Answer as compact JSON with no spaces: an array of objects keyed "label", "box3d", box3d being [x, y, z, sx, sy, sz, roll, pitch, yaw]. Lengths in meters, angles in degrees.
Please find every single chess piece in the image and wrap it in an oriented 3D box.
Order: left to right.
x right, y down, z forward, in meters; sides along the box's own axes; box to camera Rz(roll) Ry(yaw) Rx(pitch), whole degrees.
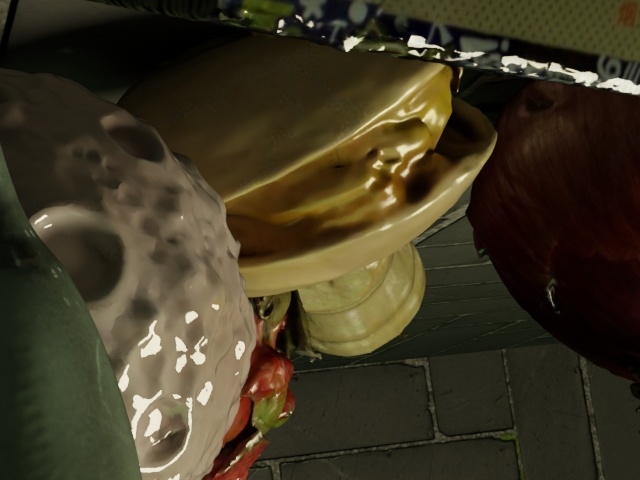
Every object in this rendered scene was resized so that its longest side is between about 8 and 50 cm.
[{"label":"chess piece","box3d":[0.000,0.000,1.333,0.137,0.137,0.301,-10,159,11]}]

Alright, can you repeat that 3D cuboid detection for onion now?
[{"label":"onion","box3d":[0.267,0.013,1.028,0.347,0.285,0.347,8,154,4]}]

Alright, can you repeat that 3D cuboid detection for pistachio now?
[{"label":"pistachio","box3d":[-0.016,-0.051,0.895,0.229,0.157,0.157,-17,168,17]}]

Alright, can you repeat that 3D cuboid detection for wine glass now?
[{"label":"wine glass","box3d":[-0.205,0.014,0.569,0.264,0.309,0.096,-6,178,-16]}]

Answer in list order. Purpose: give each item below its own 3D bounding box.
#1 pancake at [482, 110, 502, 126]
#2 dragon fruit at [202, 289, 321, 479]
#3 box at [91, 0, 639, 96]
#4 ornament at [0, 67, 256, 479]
[{"label":"pancake","box3d":[0.104,-0.079,1.182,0.108,0.017,0.108,-6,174,-1]},{"label":"dragon fruit","box3d":[-0.149,0.073,1.072,0.269,0.291,0.250,0,173,-33]},{"label":"box","box3d":[0.040,-0.103,0.542,0.310,0.084,0.198,4,-170,-39]},{"label":"ornament","box3d":[-0.158,0.036,0.768,0.259,0.259,0.225,-12,-149,25]}]
